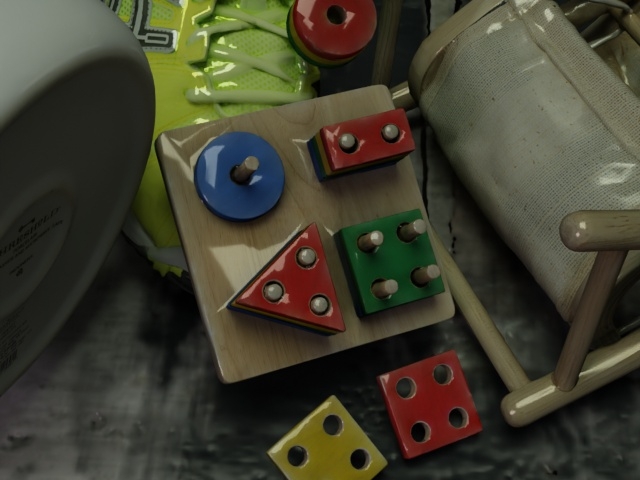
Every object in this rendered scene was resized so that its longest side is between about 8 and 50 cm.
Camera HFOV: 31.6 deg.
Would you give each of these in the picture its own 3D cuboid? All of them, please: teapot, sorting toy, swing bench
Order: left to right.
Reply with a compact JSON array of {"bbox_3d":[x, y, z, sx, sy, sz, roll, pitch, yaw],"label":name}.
[{"bbox_3d":[-0.208,-0.041,0.524,0.187,0.256,0.253,30,87,10],"label":"teapot"},{"bbox_3d":[0.000,0.000,0.577,0.132,0.046,0.275,-14,85,-18],"label":"sorting toy"},{"bbox_3d":[0.172,-0.069,0.645,0.254,0.165,0.253,-15,51,-18],"label":"swing bench"}]

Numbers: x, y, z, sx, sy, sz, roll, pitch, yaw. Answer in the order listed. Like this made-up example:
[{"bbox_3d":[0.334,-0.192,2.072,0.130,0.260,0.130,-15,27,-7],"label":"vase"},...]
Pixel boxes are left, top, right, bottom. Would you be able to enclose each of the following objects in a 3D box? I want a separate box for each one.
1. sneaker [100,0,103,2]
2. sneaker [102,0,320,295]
[{"bbox_3d":[-0.168,-0.225,0.819,0.083,0.087,0.221,-21,54,-16],"label":"sneaker"},{"bbox_3d":[-0.067,-0.147,0.666,0.145,0.147,0.385,-2,68,-27],"label":"sneaker"}]
